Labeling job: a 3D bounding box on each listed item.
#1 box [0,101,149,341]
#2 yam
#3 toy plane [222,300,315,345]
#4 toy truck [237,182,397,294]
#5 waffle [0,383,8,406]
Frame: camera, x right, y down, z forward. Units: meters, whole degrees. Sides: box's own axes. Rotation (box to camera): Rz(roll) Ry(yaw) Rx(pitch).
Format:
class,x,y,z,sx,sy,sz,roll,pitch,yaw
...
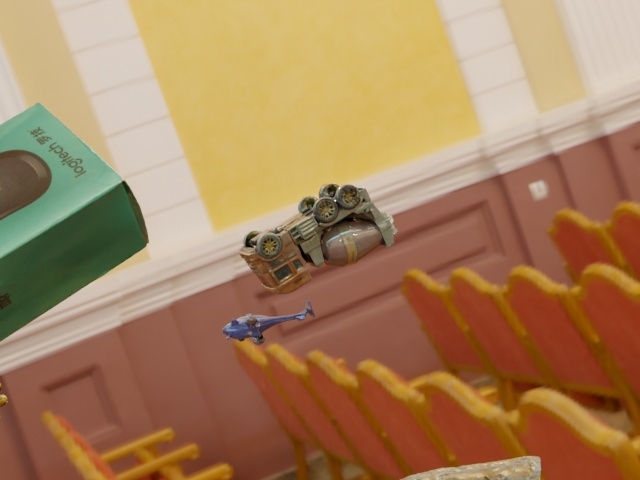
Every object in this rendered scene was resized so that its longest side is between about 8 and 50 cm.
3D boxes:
class,x,y,z,sx,sy,sz,roll,pitch,yaw
box,-0.379,-0.001,1.203,0.311,0.118,0.205,-35,50,-21
yam,0.297,0.507,2.147,0.330,0.133,0.133,-2,2,-10
toy plane,-0.095,0.143,1.893,0.167,0.054,0.062,-12,32,11
toy truck,0.000,0.000,1.819,0.256,0.140,0.108,-33,14,-14
waffle,-0.712,0.372,2.020,0.259,0.069,0.293,17,71,51
